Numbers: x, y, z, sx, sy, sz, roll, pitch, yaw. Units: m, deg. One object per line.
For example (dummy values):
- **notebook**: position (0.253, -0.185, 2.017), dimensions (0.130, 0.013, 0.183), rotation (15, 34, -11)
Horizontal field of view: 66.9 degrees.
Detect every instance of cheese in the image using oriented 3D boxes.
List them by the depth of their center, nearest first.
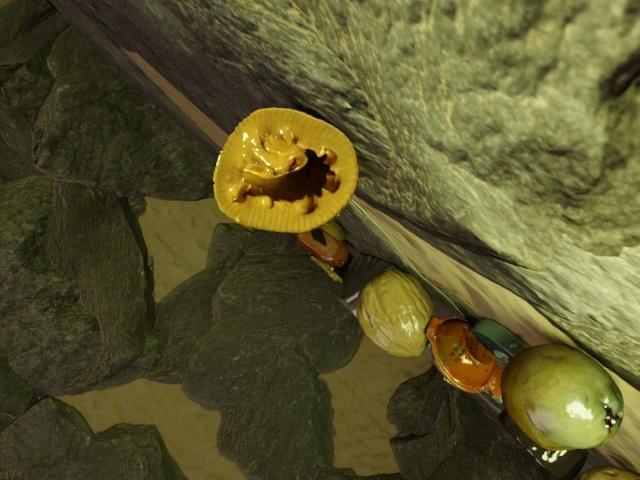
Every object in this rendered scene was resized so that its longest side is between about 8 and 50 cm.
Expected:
- **cheese**: position (0.411, 0.327, 1.277), dimensions (0.329, 0.217, 0.129), rotation (39, 135, -4)

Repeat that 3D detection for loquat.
- **loquat**: position (0.402, 0.265, 0.821), dimensions (0.179, 0.179, 0.227), rotation (40, 172, 16)

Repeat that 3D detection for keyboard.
- **keyboard**: position (-0.028, -0.063, 1.618), dimensions (0.074, 0.015, 0.197), rotation (25, -147, -39)

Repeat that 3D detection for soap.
- **soap**: position (0.219, 0.118, 1.662), dimensions (0.159, 0.258, 0.302), rotation (44, 130, -14)

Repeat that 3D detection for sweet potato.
- **sweet potato**: position (-0.004, -0.077, 1.575), dimensions (0.273, 0.075, 0.075), rotation (40, 176, -26)

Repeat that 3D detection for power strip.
- **power strip**: position (0.426, 0.240, 1.130), dimensions (0.137, 0.044, 0.216), rotation (42, 175, 1)

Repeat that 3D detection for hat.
- **hat**: position (-0.045, -0.116, 0.930), dimensions (0.233, 0.244, 0.233), rotation (49, -171, 6)

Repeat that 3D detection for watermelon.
- **watermelon**: position (0.059, 0.090, 2.103), dimensions (0.232, 0.127, 0.204), rotation (40, 175, 5)

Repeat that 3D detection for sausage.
- **sausage**: position (0.001, 0.000, 1.837), dimensions (0.258, 0.133, 0.133), rotation (36, 174, 14)

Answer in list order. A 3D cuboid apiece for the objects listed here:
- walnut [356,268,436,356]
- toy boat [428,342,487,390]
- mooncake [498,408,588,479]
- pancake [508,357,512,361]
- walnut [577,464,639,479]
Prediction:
- **walnut**: position (0.218, 0.210, 1.389), dimensions (0.261, 0.224, 0.225), rotation (65, -174, 28)
- **toy boat**: position (0.488, 0.408, 1.728), dimensions (0.290, 0.100, 0.199), rotation (41, 175, 15)
- **mooncake**: position (0.735, 0.640, 1.600), dimensions (0.283, 0.141, 0.283), rotation (42, -176, -4)
- **pancake**: position (0.576, 0.377, 1.239), dimensions (0.212, 0.029, 0.235), rotation (42, 173, 5)
- **walnut**: position (0.836, 0.766, 1.301), dimensions (0.277, 0.252, 0.313), rotation (30, 179, -2)
